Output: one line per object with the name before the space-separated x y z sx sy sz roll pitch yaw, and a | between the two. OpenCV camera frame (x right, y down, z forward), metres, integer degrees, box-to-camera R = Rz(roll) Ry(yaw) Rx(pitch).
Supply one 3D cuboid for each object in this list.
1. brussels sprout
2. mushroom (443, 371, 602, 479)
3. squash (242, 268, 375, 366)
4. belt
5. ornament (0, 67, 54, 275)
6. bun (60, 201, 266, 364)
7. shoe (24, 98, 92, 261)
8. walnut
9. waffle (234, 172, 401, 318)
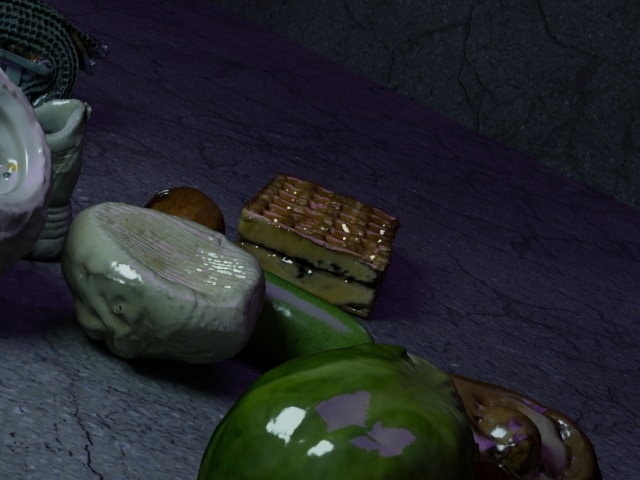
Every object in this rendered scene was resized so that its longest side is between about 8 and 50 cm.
brussels sprout | 0.023 0.187 1.275 0.210 0.219 0.271 30 34 22
mushroom | 0.141 0.210 1.503 0.253 0.153 0.253 24 14 -6
squash | -0.106 0.066 1.819 0.379 0.101 0.101 23 14 13
belt | -0.471 -0.266 2.355 0.160 0.206 0.295 27 0 39
ornament | -0.399 -0.061 1.592 0.225 0.259 0.259 -19 -7 29
bun | -0.171 0.058 1.679 0.231 0.133 0.231 22 20 -9
shoe | -0.413 -0.107 1.804 0.342 0.210 0.132 9 18 -37
walnut | -0.179 -0.005 1.981 0.116 0.115 0.207 20 21 -3
waffle | 0.000 0.001 2.233 0.213 0.091 0.308 22 15 2
